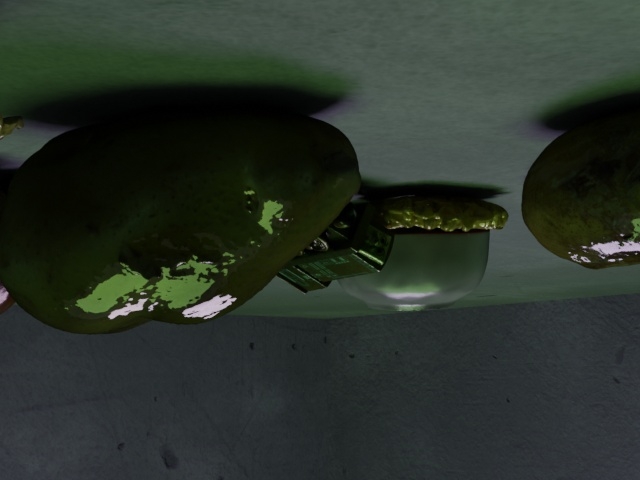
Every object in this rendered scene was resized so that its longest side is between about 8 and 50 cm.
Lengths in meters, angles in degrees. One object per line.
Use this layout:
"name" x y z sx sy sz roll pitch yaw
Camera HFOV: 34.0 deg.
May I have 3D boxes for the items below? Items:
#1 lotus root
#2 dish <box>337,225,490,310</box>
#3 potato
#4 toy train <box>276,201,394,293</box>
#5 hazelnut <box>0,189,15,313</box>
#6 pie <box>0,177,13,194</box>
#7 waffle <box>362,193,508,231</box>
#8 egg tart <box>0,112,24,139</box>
"lotus root" 0.302 -0.056 0.973 0.154 0.154 0.278 4 172 -29
"dish" 0.131 0.039 1.545 0.256 0.117 0.256 -1 -177 0
"potato" -0.131 -0.027 0.963 0.351 0.202 0.218 -17 156 17
"toy train" 0.000 0.000 1.378 0.137 0.090 0.225 34 156 -25
"hazelnut" -0.425 -0.001 1.184 0.212 0.181 0.181 25 -171 -27
"pie" -0.311 -0.045 1.293 0.182 0.049 0.182 1 171 0
"waffle" 0.151 -0.037 1.403 0.194 0.051 0.149 -2 -176 -27
"egg tart" -0.314 -0.117 0.604 0.291 0.107 0.291 3 175 0
